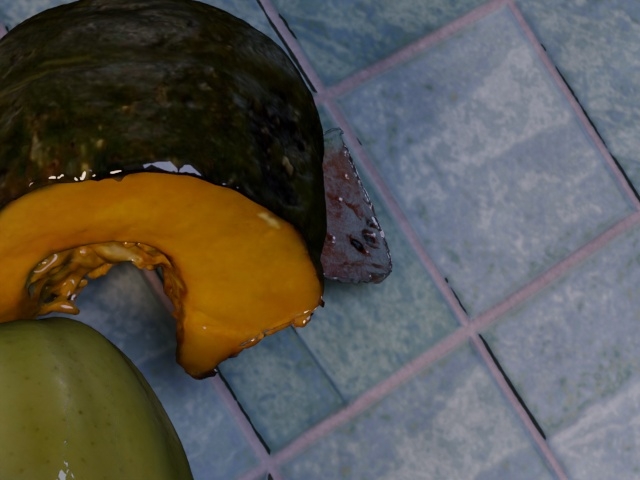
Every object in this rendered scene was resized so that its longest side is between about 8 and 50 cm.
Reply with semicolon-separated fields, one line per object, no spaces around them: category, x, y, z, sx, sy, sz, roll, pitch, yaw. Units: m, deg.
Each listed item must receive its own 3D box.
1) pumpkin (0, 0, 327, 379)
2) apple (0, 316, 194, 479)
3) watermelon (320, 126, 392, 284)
pumpkin;-0.145;-0.050;1.512;0.303;0.256;0.225;12;43;-26
apple;-0.224;0.188;1.406;0.279;0.279;0.279;10;68;-25
watermelon;0.000;0.000;1.689;0.139;0.071;0.187;40;50;-18
